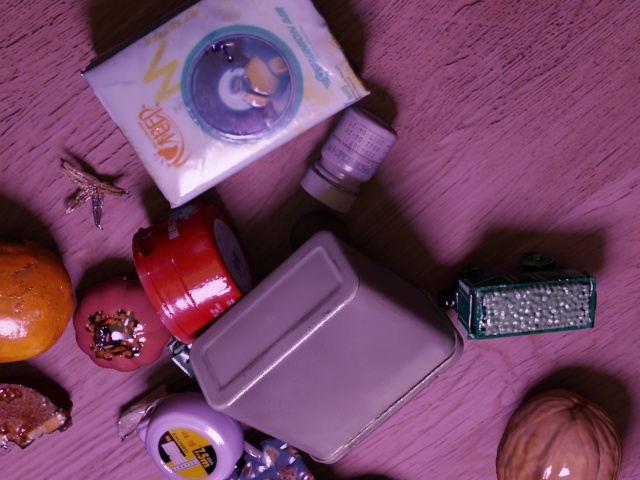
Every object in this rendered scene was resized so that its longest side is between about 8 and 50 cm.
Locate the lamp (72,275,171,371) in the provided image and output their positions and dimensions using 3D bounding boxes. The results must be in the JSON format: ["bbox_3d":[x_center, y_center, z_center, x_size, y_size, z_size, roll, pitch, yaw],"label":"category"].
[{"bbox_3d":[-0.359,0.154,1.900,0.182,0.140,0.181,1,108,2],"label":"lamp"}]

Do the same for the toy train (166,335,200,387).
[{"bbox_3d":[-0.211,0.233,1.940,0.071,0.111,0.170,-41,103,8],"label":"toy train"}]

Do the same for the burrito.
[{"bbox_3d":[-0.338,0.327,2.003,0.149,0.041,0.055,-37,117,11],"label":"burrito"}]

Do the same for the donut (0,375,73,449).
[{"bbox_3d":[-0.558,0.305,1.957,0.187,0.126,0.144,-26,98,4],"label":"donut"}]

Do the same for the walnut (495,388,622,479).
[{"bbox_3d":[0.436,0.404,1.937,0.225,0.225,0.260,11,111,-3],"label":"walnut"}]

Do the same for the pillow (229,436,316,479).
[{"bbox_3d":[-0.072,0.496,1.925,0.189,0.034,0.255,-35,79,15],"label":"pillow"}]

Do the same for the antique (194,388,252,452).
[{"bbox_3d":[-0.203,0.381,1.996,0.088,0.086,0.183,-32,104,10],"label":"antique"}]

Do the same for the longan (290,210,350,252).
[{"bbox_3d":[0.000,0.000,1.878,0.113,0.092,0.113,-9,116,-19],"label":"longan"}]

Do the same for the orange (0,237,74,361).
[{"bbox_3d":[-0.552,0.102,1.838,0.240,0.240,0.239,0,107,0],"label":"orange"}]

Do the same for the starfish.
[{"bbox_3d":[-0.396,-0.086,1.878,0.131,0.041,0.133,-3,113,10],"label":"starfish"}]

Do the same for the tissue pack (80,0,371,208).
[{"bbox_3d":[-0.157,-0.273,1.759,0.388,0.162,0.287,-31,105,8],"label":"tissue pack"}]

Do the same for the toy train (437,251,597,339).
[{"bbox_3d":[0.346,0.093,1.857,0.270,0.154,0.115,-4,105,-11],"label":"toy train"}]

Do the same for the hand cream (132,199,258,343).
[{"bbox_3d":[-0.211,0.053,1.827,0.149,0.230,0.230,-23,105,7],"label":"hand cream"}]

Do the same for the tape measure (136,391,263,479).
[{"bbox_3d":[-0.219,0.358,1.890,0.178,0.105,0.196,-20,108,25],"label":"tape measure"}]

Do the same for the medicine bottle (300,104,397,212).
[{"bbox_3d":[0.050,-0.142,1.827,0.105,0.105,0.168,32,104,-9],"label":"medicine bottle"}]

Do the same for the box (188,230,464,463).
[{"bbox_3d":[0.014,0.190,1.804,0.352,0.177,0.344,-41,140,12],"label":"box"}]
